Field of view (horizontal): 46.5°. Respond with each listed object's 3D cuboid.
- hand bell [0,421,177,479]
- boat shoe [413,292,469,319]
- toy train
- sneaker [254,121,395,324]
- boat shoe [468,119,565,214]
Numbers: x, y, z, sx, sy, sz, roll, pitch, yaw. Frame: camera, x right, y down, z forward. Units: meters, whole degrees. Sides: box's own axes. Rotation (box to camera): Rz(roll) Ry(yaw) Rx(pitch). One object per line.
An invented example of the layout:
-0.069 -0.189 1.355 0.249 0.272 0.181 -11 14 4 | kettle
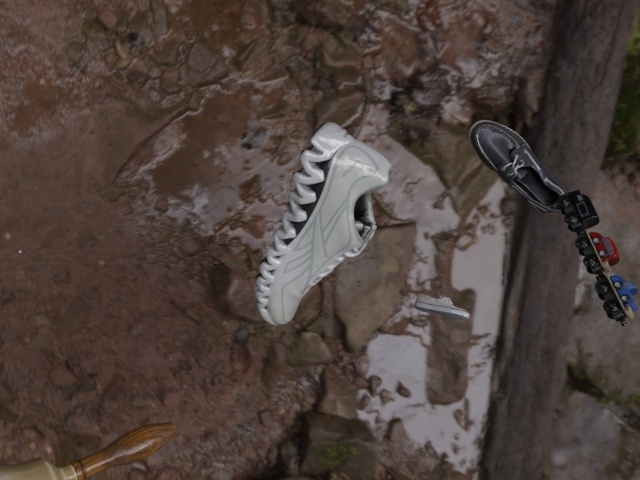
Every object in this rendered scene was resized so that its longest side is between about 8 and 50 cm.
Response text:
-0.280 0.272 0.886 0.242 0.126 0.126 -17 96 -36 | hand bell
0.218 0.115 1.327 0.035 0.100 0.035 54 51 -59 | boat shoe
0.280 0.013 0.749 0.027 0.036 0.158 42 29 -50 | toy train
0.000 0.000 0.960 0.118 0.110 0.292 25 118 6 | sneaker
0.330 -0.121 1.227 0.206 0.065 0.075 43 99 -8 | boat shoe
